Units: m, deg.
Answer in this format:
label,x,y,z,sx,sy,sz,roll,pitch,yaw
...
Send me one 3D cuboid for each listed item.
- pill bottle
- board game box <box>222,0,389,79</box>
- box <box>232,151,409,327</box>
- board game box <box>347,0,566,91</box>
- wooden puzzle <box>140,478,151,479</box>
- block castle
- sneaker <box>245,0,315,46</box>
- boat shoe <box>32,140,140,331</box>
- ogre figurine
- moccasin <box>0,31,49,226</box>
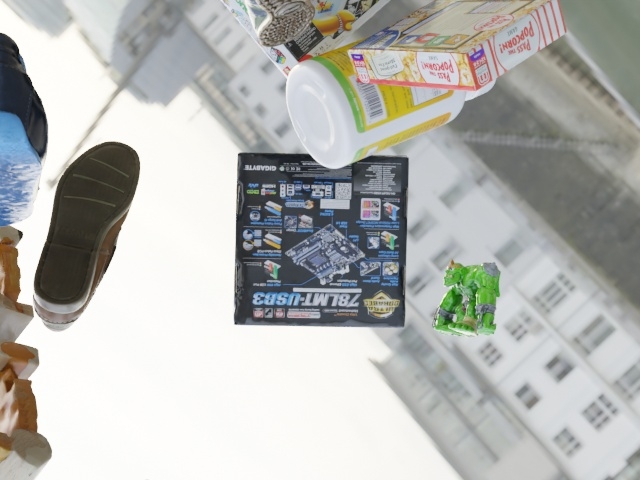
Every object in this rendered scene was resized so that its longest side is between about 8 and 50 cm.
label,x,y,z,sx,sy,sz,roll,pitch,yaw
pill bottle,0.093,-0.192,1.519,0.136,0.245,0.136,45,148,38
board game box,0.007,-0.374,1.636,0.193,0.305,0.053,49,153,-7
box,0.000,0.000,2.074,0.073,0.295,0.294,-141,52,-87
board game box,0.146,-0.218,1.336,0.193,0.146,0.045,14,131,53
wooden puzzle,-0.277,0.541,1.782,0.080,0.322,0.348,5,-178,1
block castle,-0.503,0.138,1.426,0.303,0.213,0.453,24,-151,-35
sneaker,-0.051,-0.263,1.224,0.192,0.064,0.086,81,167,-82
boat shoe,-0.351,-0.009,1.802,0.110,0.307,0.104,20,146,0
ogre figurine,0.239,0.095,1.973,0.096,0.118,0.197,13,171,4
moccasin,-0.301,-0.089,1.103,0.137,0.117,0.342,5,167,-29
